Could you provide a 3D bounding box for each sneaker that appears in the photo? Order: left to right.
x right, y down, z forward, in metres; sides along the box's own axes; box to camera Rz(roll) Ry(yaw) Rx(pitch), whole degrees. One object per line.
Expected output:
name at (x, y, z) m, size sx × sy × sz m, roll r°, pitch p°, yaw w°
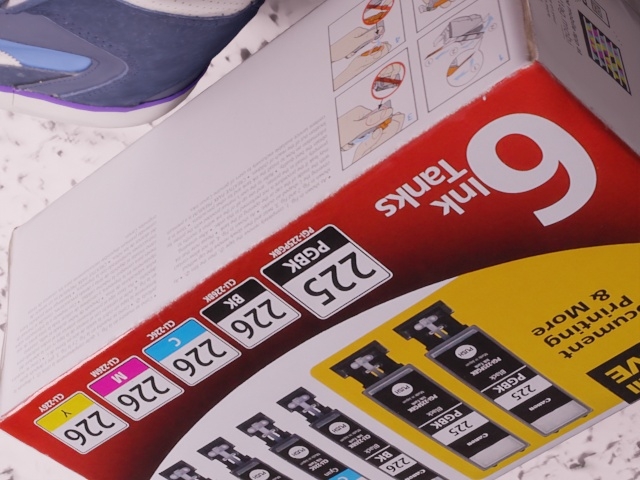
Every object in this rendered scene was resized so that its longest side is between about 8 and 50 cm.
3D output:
sneaker at (-0.171, -0.147, 0.717) m, size 0.323 × 0.130 × 0.236 m, roll 7°, pitch 156°, yaw -15°

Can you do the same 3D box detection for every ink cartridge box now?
ink cartridge box at (0.052, 0.030, 0.833) m, size 0.309 × 0.130 × 0.272 m, roll -34°, pitch 129°, yaw 27°
